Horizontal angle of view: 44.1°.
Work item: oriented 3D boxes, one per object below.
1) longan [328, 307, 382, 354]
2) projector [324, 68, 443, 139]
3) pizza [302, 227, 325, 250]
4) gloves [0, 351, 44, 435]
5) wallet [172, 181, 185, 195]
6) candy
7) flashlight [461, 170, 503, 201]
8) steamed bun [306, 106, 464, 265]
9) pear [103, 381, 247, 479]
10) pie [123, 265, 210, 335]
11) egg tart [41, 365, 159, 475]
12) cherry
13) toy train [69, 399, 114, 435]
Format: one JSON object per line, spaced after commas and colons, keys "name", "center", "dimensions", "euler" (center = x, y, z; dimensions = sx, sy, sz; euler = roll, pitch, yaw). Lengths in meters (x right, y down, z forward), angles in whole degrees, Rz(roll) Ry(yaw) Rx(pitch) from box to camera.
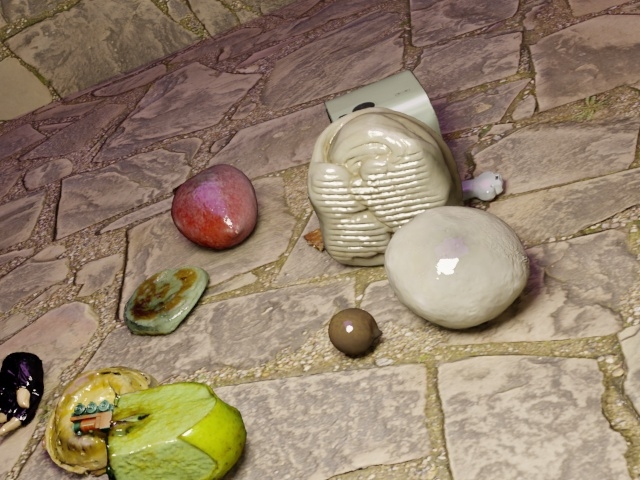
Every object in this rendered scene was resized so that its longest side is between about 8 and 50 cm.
{"name": "longan", "center": [0.072, 0.188, 1.633], "dimensions": [0.113, 0.092, 0.113], "euler": [3, 24, -1]}
{"name": "projector", "center": [0.173, -0.266, 2.041], "dimensions": [0.249, 0.248, 0.248], "euler": [-21, 34, 3]}
{"name": "pizza", "center": [-0.002, -0.007, 1.995], "dimensions": [0.099, 0.029, 0.100], "euler": [1, 38, 43]}
{"name": "gloves", "center": [-0.712, 0.360, 1.832], "dimensions": [0.164, 0.124, 0.203], "euler": [-23, 51, 36]}
{"name": "wallet", "center": [-0.370, -0.129, 2.361], "dimensions": [0.122, 0.031, 0.232], "euler": [-30, 33, -3]}
{"name": "candy", "center": [0.273, 0.040, 1.591], "dimensions": [0.295, 0.185, 0.295], "euler": [-7, 60, 11]}
{"name": "flashlight", "center": [0.346, -0.117, 1.925], "dimensions": [0.200, 0.047, 0.093], "euler": [-12, 35, 20]}
{"name": "steamed bun", "center": [0.142, -0.145, 1.785], "dimensions": [0.342, 0.368, 0.255], "euler": [-8, 44, 13]}
{"name": "pear", "center": [-0.272, 0.376, 1.523], "dimensions": [0.255, 0.164, 0.238], "euler": [-17, 22, -5]}
{"name": "pie", "center": [-0.385, 0.148, 1.979], "dimensions": [0.240, 0.054, 0.240], "euler": [-17, 34, 12]}
{"name": "egg tart", "center": [-0.475, 0.369, 1.697], "dimensions": [0.279, 0.095, 0.279], "euler": [-12, 40, 10]}
{"name": "cherry", "center": [-0.270, -0.075, 2.099], "dimensions": [0.239, 0.206, 0.239], "euler": [1, 65, -2]}
{"name": "toy train", "center": [-0.461, 0.364, 1.607], "dimensions": [0.103, 0.044, 0.064], "euler": [-10, 57, 11]}
